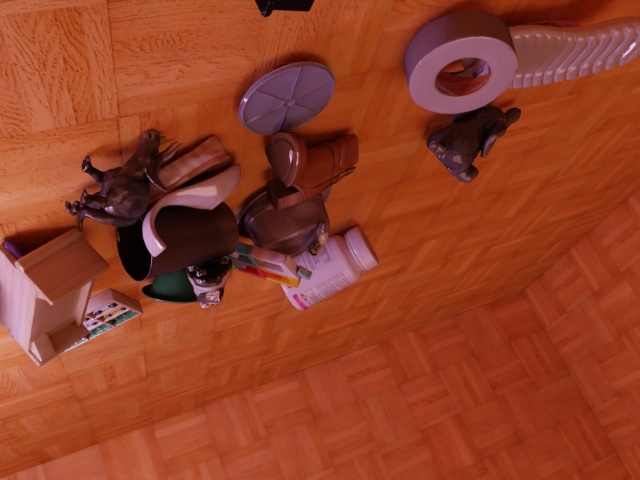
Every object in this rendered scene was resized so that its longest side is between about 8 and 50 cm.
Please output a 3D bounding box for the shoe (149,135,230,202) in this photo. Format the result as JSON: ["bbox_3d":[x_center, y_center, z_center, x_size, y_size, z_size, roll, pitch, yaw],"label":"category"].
[{"bbox_3d":[-0.284,-0.139,1.289,0.219,0.058,0.076,-27,-177,15],"label":"shoe"}]

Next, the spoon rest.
[{"bbox_3d":[-0.263,-0.082,1.301,0.137,0.084,0.276,-30,-166,48],"label":"spoon rest"}]

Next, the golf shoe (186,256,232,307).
[{"bbox_3d":[-0.256,0.102,1.503,0.105,0.120,0.273,-12,-174,-11],"label":"golf shoe"}]

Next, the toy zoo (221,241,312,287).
[{"bbox_3d":[-0.162,0.055,1.609,0.293,0.030,0.192,16,162,13],"label":"toy zoo"}]

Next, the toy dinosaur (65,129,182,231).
[{"bbox_3d":[-0.394,-0.075,1.225,0.160,0.121,0.313,10,137,-33],"label":"toy dinosaur"}]

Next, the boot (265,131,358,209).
[{"bbox_3d":[-0.003,-0.179,1.394,0.220,0.109,0.283,-26,157,-18],"label":"boot"}]

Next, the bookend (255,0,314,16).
[{"bbox_3d":[-0.005,-0.414,0.938,0.157,0.072,0.156,-11,154,-31],"label":"bookend"}]

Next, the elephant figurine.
[{"bbox_3d":[0.389,-0.277,1.571,0.239,0.186,0.169,-42,111,12],"label":"elephant figurine"}]

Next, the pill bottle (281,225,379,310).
[{"bbox_3d":[0.025,0.082,1.927,0.283,0.160,0.160,-29,157,10],"label":"pill bottle"}]

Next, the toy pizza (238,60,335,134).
[{"bbox_3d":[-0.066,-0.278,1.224,0.201,0.032,0.201,-22,158,-9],"label":"toy pizza"}]

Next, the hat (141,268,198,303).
[{"bbox_3d":[-0.370,0.055,1.644,0.172,0.184,0.208,1,-168,-25],"label":"hat"}]

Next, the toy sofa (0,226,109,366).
[{"bbox_3d":[-0.611,0.117,1.424,0.150,0.177,0.362,-38,170,-41],"label":"toy sofa"}]

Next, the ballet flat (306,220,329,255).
[{"bbox_3d":[0.000,0.000,1.568,0.041,0.041,0.114,-9,148,-32],"label":"ballet flat"}]

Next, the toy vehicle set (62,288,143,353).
[{"bbox_3d":[-0.640,0.223,1.725,0.266,0.035,0.166,-27,157,4],"label":"toy vehicle set"}]

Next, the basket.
[{"bbox_3d":[-0.310,-0.008,1.414,0.226,0.154,0.204,-14,177,-36],"label":"basket"}]

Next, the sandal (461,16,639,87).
[{"bbox_3d":[0.498,-0.424,1.377,0.416,0.102,0.169,-5,150,-7],"label":"sandal"}]

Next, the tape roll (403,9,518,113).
[{"bbox_3d":[0.281,-0.353,1.277,0.219,0.072,0.219,-4,151,-2],"label":"tape roll"}]

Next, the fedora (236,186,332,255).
[{"bbox_3d":[-0.074,-0.045,1.599,0.275,0.124,0.244,-24,158,-2],"label":"fedora"}]
